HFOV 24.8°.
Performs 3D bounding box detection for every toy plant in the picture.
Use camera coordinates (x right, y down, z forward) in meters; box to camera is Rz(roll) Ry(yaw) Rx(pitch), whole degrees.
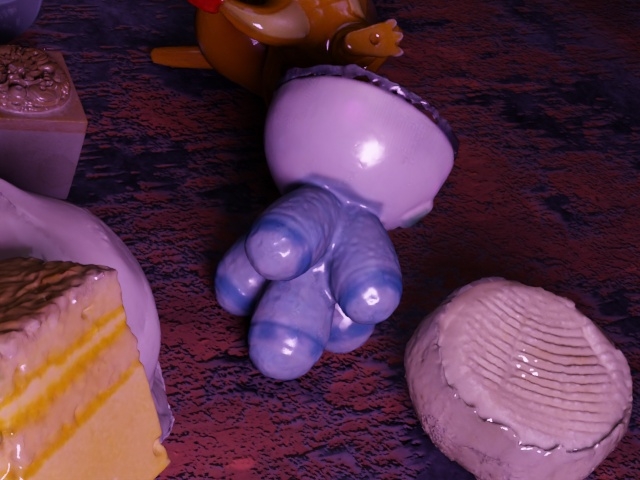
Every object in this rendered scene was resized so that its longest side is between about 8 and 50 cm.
[{"bbox_3d":[0.000,0.000,1.631,0.247,0.247,0.332,22,68,-2],"label":"toy plant"}]

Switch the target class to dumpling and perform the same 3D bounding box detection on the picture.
[{"bbox_3d":[-0.260,0.053,1.461,0.341,0.181,0.260,31,7,13],"label":"dumpling"}]

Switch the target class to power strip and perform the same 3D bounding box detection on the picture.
[{"bbox_3d":[-0.470,-0.315,1.885,0.216,0.137,0.044,8,43,-13],"label":"power strip"}]

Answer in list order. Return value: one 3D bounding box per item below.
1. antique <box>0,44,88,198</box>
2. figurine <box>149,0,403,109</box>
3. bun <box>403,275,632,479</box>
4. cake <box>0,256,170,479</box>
[{"bbox_3d":[-0.366,-0.146,1.710,0.147,0.148,0.152,-1,44,-28],"label":"antique"},{"bbox_3d":[-0.062,-0.306,1.916,0.268,0.387,0.401,-43,103,-12],"label":"figurine"},{"bbox_3d":[0.206,0.172,1.604,0.259,0.152,0.259,12,48,-14],"label":"bun"},{"bbox_3d":[-0.279,0.183,1.236,0.222,0.286,0.227,-1,24,29],"label":"cake"}]
